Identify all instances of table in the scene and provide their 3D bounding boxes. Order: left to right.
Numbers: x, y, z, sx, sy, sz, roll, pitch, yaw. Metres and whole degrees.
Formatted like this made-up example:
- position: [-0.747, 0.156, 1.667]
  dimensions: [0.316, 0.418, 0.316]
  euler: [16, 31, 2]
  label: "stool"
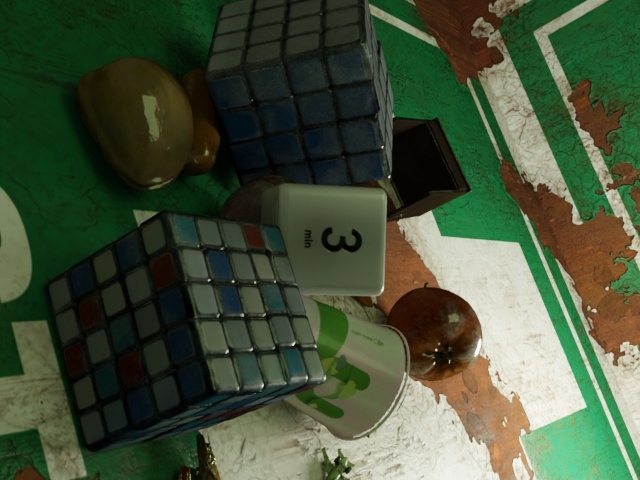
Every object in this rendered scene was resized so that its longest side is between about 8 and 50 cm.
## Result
- position: [0.256, -0.207, 2.508]
  dimensions: [0.282, 0.196, 0.250]
  euler: [-9, 75, -59]
  label: "table"

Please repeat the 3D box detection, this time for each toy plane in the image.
- position: [0.034, 0.467, 1.756]
  dimensions: [0.102, 0.040, 0.111]
  euler: [43, 28, 4]
  label: "toy plane"

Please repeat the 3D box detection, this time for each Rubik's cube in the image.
- position: [-0.212, 0.144, 1.382]
  dimensions: [0.292, 0.287, 0.293]
  euler: [3, 64, -57]
  label: "Rubik's cube"
- position: [-0.031, -0.333, 1.898]
  dimensions: [0.343, 0.345, 0.337]
  euler: [-87, 165, -50]
  label: "Rubik's cube"

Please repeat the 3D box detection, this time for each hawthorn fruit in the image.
- position: [0.265, 0.230, 2.162]
  dimensions: [0.235, 0.263, 0.231]
  euler: [11, 93, -44]
  label: "hawthorn fruit"

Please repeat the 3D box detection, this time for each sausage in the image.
- position: [-0.258, -0.238, 1.816]
  dimensions: [0.109, 0.109, 0.270]
  euler: [38, 36, -36]
  label: "sausage"

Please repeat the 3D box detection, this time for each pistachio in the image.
- position: [-0.331, -0.220, 1.629]
  dimensions: [0.213, 0.163, 0.260]
  euler: [-21, 85, -27]
  label: "pistachio"

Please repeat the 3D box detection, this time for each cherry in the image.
- position: [-0.101, -0.009, 1.768]
  dimensions: [0.285, 0.213, 0.236]
  euler: [-93, 158, -47]
  label: "cherry"

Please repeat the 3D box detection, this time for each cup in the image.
- position: [0.000, 0.231, 1.712]
  dimensions: [0.274, 0.253, 0.253]
  euler: [33, 40, -31]
  label: "cup"

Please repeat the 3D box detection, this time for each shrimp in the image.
- position: [-0.207, 0.401, 1.444]
  dimensions: [0.095, 0.045, 0.162]
  euler: [0, 69, -35]
  label: "shrimp"

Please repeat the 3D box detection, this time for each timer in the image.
- position: [0.000, 0.000, 1.581]
  dimensions: [0.195, 0.194, 0.192]
  euler: [2, 89, -15]
  label: "timer"

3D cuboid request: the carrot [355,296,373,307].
- position: [0.052, 0.064, 2.108]
  dimensions: [0.062, 0.066, 0.271]
  euler: [-35, 103, -17]
  label: "carrot"
